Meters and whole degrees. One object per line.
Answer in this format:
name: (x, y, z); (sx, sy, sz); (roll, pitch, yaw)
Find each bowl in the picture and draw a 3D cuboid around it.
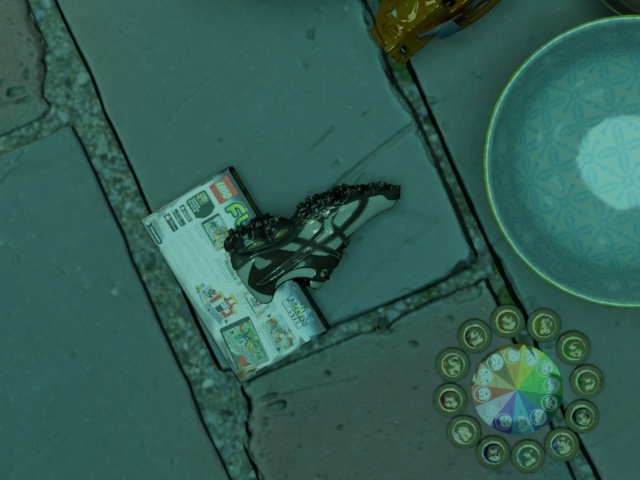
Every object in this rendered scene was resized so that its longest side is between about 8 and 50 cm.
bowl: (0.310, -0.081, 1.798); (0.290, 0.156, 0.289); (0, 95, 5)

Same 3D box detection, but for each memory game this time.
memory game: (0.211, 0.159, 1.902); (0.186, 0.012, 0.186); (1, 96, 5)

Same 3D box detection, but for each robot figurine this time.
robot figurine: (0.145, -0.326, 1.812); (0.291, 0.085, 0.211); (-40, 67, 8)

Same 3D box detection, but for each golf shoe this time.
golf shoe: (0.000, 0.000, 1.866); (0.198, 0.077, 0.094); (-22, 99, -12)

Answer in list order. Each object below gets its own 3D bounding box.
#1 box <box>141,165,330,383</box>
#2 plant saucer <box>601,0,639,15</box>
box: (-0.090, 0.037, 1.908); (0.114, 0.036, 0.207); (-31, 92, 7)
plant saucer: (0.355, -0.298, 1.810); (0.199, 0.036, 0.198); (0, 74, 1)
